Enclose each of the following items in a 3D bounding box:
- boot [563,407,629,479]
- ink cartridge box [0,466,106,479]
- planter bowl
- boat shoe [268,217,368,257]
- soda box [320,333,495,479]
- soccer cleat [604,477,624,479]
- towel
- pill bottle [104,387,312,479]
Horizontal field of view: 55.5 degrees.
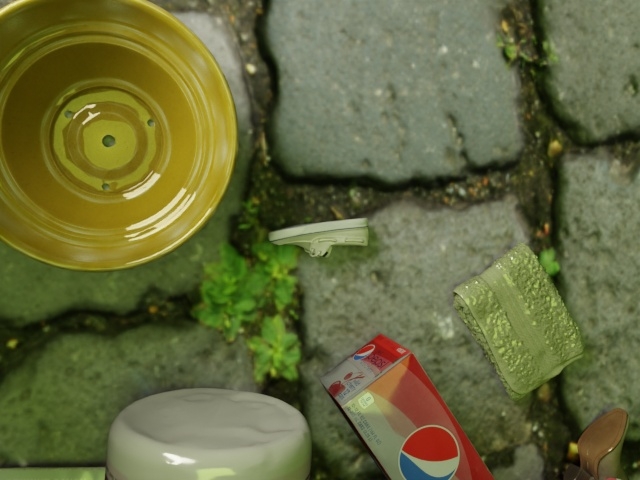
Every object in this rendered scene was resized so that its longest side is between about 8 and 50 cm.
[{"bbox_3d":[0.323,0.257,0.680,0.087,0.042,0.118,44,85,-19],"label":"boot"},{"bbox_3d":[-0.328,0.319,0.519,0.275,0.060,0.239,4,73,-13],"label":"ink cartridge box"},{"bbox_3d":[-0.181,-0.086,0.506,0.217,0.090,0.217,-1,95,-13],"label":"planter bowl"},{"bbox_3d":[0.000,0.000,0.585,0.100,0.035,0.035,-7,93,-19],"label":"boat shoe"},{"bbox_3d":[0.110,0.225,0.596,0.083,0.092,0.263,-35,101,-10],"label":"soda box"},{"bbox_3d":[0.276,0.399,0.636,0.116,0.108,0.318,-26,126,-53],"label":"soccer cleat"},{"bbox_3d":[0.213,0.087,0.644,0.110,0.027,0.148,-34,101,-10],"label":"towel"},{"bbox_3d":[-0.100,0.294,0.513,0.169,0.169,0.302,4,93,-14],"label":"pill bottle"}]
